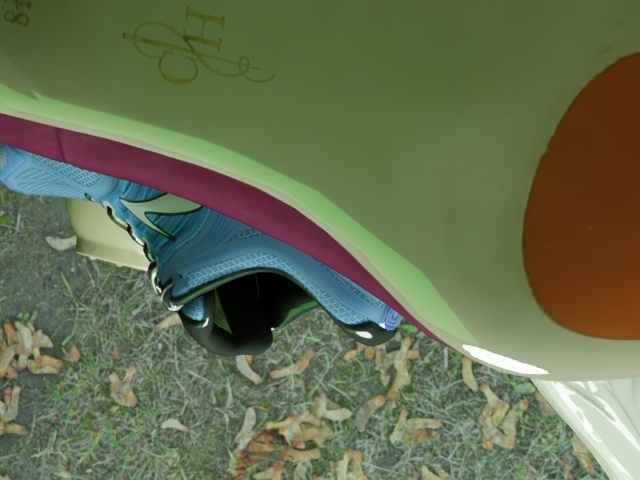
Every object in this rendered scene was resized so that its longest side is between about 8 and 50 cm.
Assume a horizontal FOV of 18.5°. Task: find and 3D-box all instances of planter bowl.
[{"bbox_3d":[-0.153,-0.028,1.701,0.162,0.109,0.162,14,178,0],"label":"planter bowl"}]

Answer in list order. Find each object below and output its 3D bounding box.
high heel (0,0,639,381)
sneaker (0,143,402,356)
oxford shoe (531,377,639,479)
[{"bbox_3d":[-0.013,-0.069,0.514,0.377,0.127,0.181,11,-152,-25],"label":"high heel"},{"bbox_3d":[-0.078,-0.013,1.158,0.330,0.147,0.130,13,177,38],"label":"sneaker"},{"bbox_3d":[0.284,0.134,1.316,0.130,0.169,0.449,1,146,43],"label":"oxford shoe"}]
